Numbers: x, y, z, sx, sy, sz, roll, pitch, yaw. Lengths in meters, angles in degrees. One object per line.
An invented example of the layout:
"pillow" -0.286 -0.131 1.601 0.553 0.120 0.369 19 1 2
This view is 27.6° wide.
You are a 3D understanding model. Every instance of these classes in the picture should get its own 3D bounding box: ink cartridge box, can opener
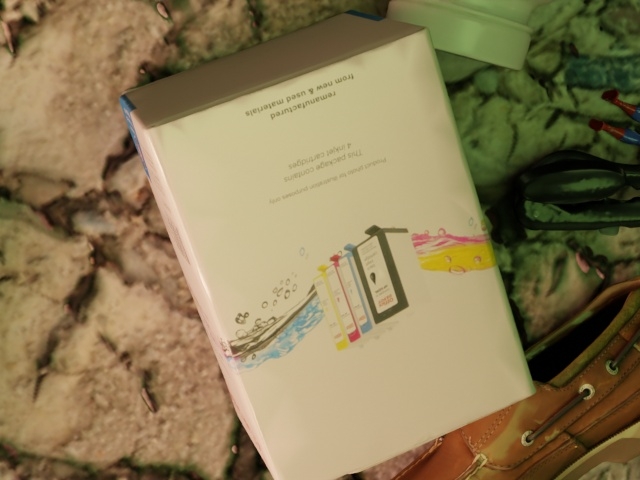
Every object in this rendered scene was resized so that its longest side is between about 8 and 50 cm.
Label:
"ink cartridge box" 0.000 0.000 0.797 0.168 0.171 0.232 -21 107 -9
"can opener" 0.223 -0.031 0.885 0.186 0.073 0.059 -1 110 -1

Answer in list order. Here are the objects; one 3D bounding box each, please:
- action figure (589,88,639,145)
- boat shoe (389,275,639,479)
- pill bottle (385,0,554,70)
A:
"action figure" 0.247 -0.069 0.920 0.115 0.030 0.038 21 91 -19
"boat shoe" 0.127 0.128 0.900 0.307 0.111 0.104 -30 104 -16
"pill bottle" 0.110 -0.220 0.802 0.121 0.121 0.216 13 99 -16
